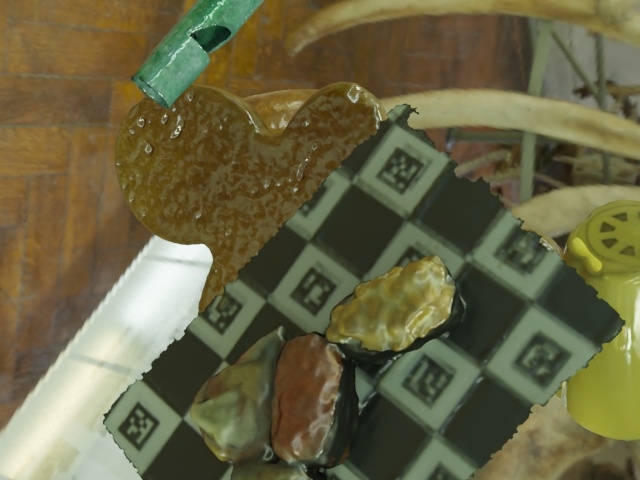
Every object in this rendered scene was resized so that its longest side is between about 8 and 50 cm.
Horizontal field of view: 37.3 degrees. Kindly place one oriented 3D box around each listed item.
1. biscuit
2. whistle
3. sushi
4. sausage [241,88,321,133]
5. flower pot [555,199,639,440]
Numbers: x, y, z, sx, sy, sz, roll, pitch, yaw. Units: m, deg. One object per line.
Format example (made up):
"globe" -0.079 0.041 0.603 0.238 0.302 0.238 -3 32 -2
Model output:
"biscuit" 0.000 0.000 0.855 0.283 0.432 0.064 -62 165 17
"whistle" -0.060 -0.173 0.672 0.186 0.039 0.039 -51 146 -9
"sushi" 0.004 0.049 0.378 0.201 0.139 0.031 -47 153 5
"sausage" -0.077 -0.122 1.154 0.109 0.271 0.108 -12 90 -82
"flower pot" 0.311 0.065 0.912 0.195 0.195 0.179 -45 135 -40
